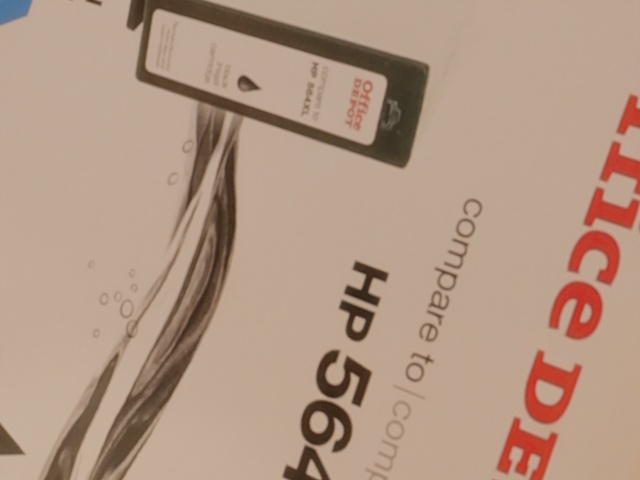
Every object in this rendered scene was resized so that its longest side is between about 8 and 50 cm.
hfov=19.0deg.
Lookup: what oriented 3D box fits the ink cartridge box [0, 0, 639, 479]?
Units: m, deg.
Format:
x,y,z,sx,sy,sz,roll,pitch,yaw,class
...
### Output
x,y,z,sx,sy,sz,roll,pitch,yaw,class
0.000,0.000,0.387,0.203,0.148,0.086,20,-178,32,ink cartridge box
